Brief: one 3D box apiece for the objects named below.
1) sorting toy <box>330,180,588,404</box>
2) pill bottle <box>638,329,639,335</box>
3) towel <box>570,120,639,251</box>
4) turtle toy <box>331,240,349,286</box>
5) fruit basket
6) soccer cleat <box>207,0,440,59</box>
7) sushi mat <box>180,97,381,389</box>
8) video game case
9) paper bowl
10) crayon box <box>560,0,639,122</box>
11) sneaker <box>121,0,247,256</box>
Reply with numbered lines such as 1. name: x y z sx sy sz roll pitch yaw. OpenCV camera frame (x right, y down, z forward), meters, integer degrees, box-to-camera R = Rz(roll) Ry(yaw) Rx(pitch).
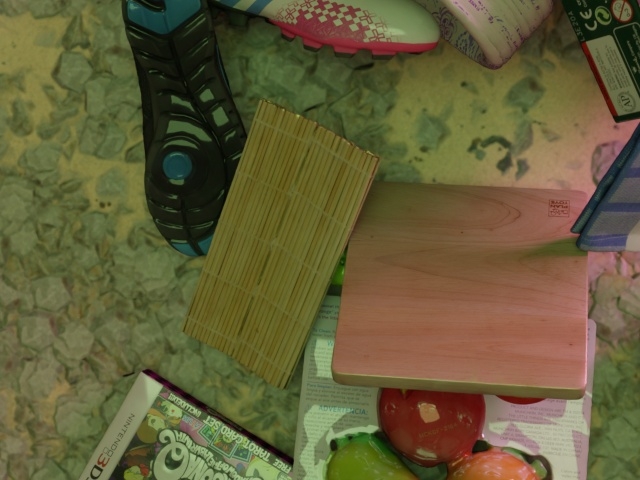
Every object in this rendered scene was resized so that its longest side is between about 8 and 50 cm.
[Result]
1. sorting toy: 0.155 0.066 1.438 0.257 0.089 0.255 3 53 8
2. pill bottle: 0.425 0.183 1.433 0.121 0.121 0.216 -21 86 7
3. towel: 0.424 -0.049 1.368 0.285 0.209 0.034 4 52 -15
4. turtle toy: 0.000 0.000 1.520 0.130 0.095 0.066 40 115 8
5. fruit basket: 0.130 0.248 1.478 0.327 0.165 0.353 4 73 8
6. soccer cleat: -0.010 -0.289 1.450 0.331 0.116 0.143 21 114 36
7. sushi mat: -0.050 0.008 1.479 0.151 0.019 0.316 31 117 18
8. video game case: -0.161 0.298 1.549 0.232 0.042 0.210 31 94 8
9. paper bowl: 0.132 -0.326 1.409 0.284 0.284 0.148 43 95 7
10. crayon box: 0.357 -0.352 1.349 0.313 0.106 0.363 -33 103 -30
11. sneaker: -0.147 -0.152 1.531 0.125 0.139 0.341 -6 106 -1
